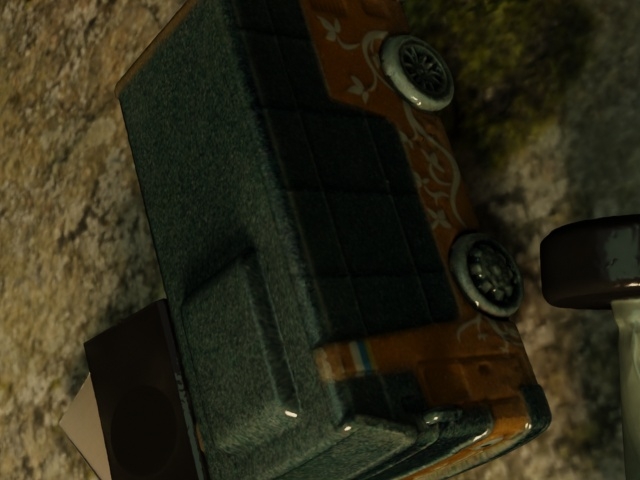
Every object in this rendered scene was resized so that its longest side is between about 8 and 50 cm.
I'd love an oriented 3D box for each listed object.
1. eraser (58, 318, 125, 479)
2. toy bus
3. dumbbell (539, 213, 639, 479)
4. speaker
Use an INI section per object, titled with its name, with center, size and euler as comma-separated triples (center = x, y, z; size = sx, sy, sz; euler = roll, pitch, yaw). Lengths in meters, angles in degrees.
[eraser]
center = -0.120, 0.140, 0.758
size = 0.150, 0.023, 0.104
euler = 42, 106, 33
[toy bus]
center = 0.000, 0.000, 0.591
size = 0.138, 0.167, 0.275
euler = -36, 64, 43
[dumbbell]
center = 0.160, 0.087, 0.519
size = 0.100, 0.100, 0.191
euler = -9, 77, 34
[speaker]
center = -0.090, 0.152, 0.692
size = 0.082, 0.044, 0.218
euler = -28, 66, 28
